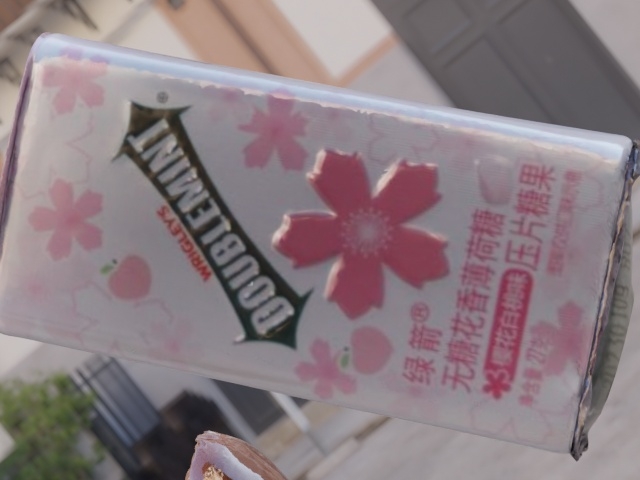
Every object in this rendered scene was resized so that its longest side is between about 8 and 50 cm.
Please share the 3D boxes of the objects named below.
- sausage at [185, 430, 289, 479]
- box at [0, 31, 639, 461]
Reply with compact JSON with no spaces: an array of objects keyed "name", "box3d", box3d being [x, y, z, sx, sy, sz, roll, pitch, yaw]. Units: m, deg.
[{"name":"sausage","box3d":[0.039,0.313,1.249,0.088,0.433,0.088,-40,-19,-17]},{"name":"box","box3d":[0.000,0.000,0.946,0.112,0.369,0.190,-13,-67,-78]}]
